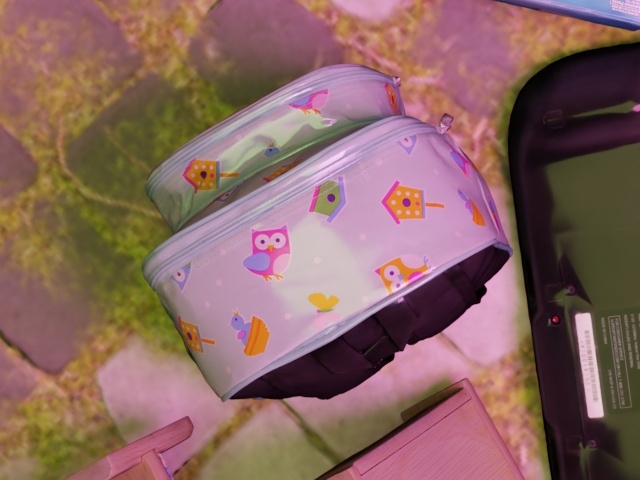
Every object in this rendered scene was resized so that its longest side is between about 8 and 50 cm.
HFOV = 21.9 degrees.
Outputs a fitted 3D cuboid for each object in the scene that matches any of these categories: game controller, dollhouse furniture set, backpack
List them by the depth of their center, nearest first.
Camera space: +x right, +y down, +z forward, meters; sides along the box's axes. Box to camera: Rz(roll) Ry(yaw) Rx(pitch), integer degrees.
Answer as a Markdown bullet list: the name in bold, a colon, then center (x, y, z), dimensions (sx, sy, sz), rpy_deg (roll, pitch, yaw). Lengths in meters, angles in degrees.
- **backpack**: center (0.000, 0.000, 0.785), dimensions (0.166, 0.188, 0.144), rpy_deg (-28, 91, 7)
- **dollhouse furniture set**: center (-0.022, 0.185, 0.842), dimensions (0.242, 0.161, 0.212), rpy_deg (-31, 85, 27)
- **game controller**: center (0.193, 0.055, 0.846), dimensions (0.166, 0.067, 0.319), rpy_deg (-7, 93, 20)

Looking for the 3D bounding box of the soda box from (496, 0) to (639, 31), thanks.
- **soda box**: center (0.067, -0.160, 0.826), dimensions (0.210, 0.071, 0.067), rpy_deg (14, 96, 4)
